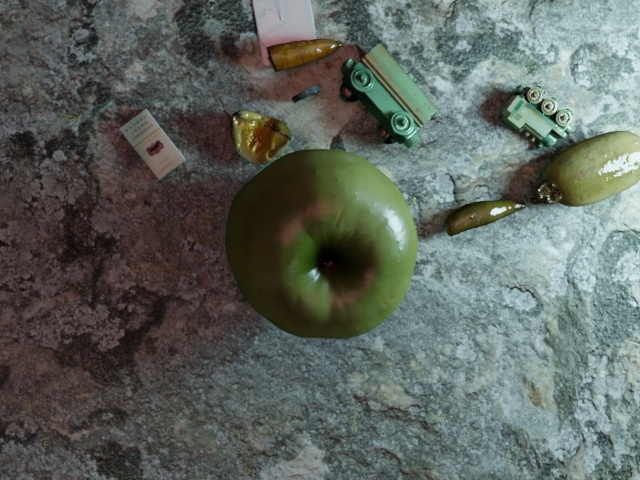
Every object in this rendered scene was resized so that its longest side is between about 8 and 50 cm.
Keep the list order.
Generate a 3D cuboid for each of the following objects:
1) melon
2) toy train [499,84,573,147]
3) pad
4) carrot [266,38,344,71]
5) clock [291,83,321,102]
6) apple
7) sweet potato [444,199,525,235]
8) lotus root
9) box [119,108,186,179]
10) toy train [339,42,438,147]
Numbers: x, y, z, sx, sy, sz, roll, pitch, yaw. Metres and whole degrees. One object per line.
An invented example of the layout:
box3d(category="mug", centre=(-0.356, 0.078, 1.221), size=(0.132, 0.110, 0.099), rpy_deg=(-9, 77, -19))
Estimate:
box3d(category="melon", centre=(-0.163, -0.270, 1.489), size=(0.160, 0.079, 0.128), rpy_deg=(21, 109, -7))
box3d(category="toy train", centre=(0.594, -0.338, 1.552), size=(0.194, 0.081, 0.125), rpy_deg=(36, 100, -9))
box3d(category="pad", centre=(-0.095, -0.588, 1.508), size=(0.157, 0.004, 0.231), rpy_deg=(-9, 94, -5))
box3d(category="carrot", centre=(-0.035, -0.494, 1.484), size=(0.205, 0.072, 0.072), rpy_deg=(-14, 94, -7))
box3d(category="clock", centre=(-0.036, -0.385, 1.485), size=(0.085, 0.085, 0.017), rpy_deg=(-27, 100, -3))
box3d(category="apple", centre=(0.000, 0.000, 1.339), size=(0.474, 0.473, 0.473), rpy_deg=(0, 93, -5))
box3d(category="sweet potato", centre=(0.448, -0.079, 1.553), size=(0.244, 0.077, 0.077), rpy_deg=(-20, 95, -7))
box3d(category="lotus root", centre=(0.727, -0.185, 1.531), size=(0.343, 0.151, 0.169), rpy_deg=(-23, 94, -7))
box3d(category="box", centre=(-0.439, -0.251, 1.484), size=(0.090, 0.024, 0.166), rpy_deg=(-37, 96, -2))
box3d(category="toy train", centre=(0.183, -0.386, 1.500), size=(0.177, 0.116, 0.285), rpy_deg=(-45, 95, -14))
